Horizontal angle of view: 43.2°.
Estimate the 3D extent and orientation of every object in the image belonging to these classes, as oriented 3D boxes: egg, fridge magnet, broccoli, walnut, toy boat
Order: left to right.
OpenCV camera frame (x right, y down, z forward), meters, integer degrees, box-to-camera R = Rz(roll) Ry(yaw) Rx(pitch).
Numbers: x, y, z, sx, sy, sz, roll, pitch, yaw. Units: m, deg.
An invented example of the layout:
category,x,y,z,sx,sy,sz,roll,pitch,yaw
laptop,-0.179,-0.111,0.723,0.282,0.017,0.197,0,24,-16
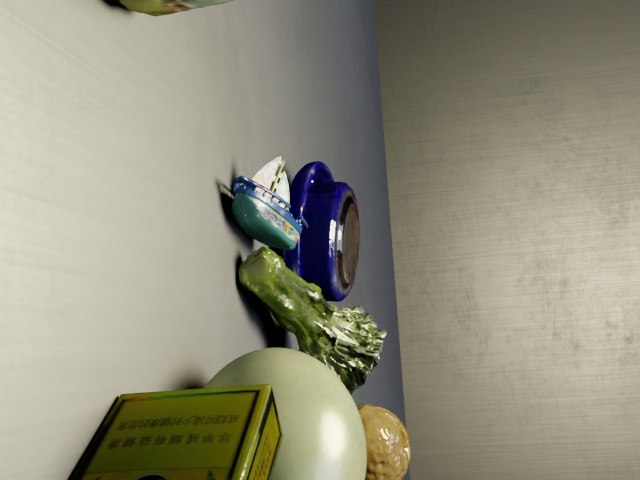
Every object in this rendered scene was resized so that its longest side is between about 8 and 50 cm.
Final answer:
category,x,y,z,sx,sy,sz,roll,pitch,yaw
toy boat,-0.072,-0.062,1.092,0.175,0.091,0.110,47,58,-64
egg,-0.046,0.215,0.826,0.253,0.186,0.187,-108,-174,-61
broccoli,-0.021,0.110,1.168,0.304,0.145,0.165,50,41,-43
fridge magnet,0.000,0.000,1.355,0.265,0.112,0.266,3,90,-75
walnut,0.100,0.407,1.596,0.155,0.155,0.184,-70,150,-65

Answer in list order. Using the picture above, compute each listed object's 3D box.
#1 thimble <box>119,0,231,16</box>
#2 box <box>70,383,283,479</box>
category,x,y,z,sx,sy,sz,roll,pitch,yaw
thimble,-0.128,-0.347,0.737,0.288,0.167,0.254,60,28,-63
box,-0.117,0.198,0.604,0.220,0.140,0.064,-73,156,-62
